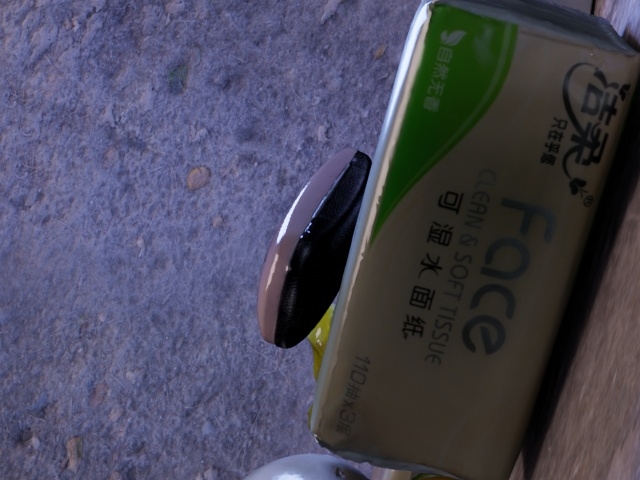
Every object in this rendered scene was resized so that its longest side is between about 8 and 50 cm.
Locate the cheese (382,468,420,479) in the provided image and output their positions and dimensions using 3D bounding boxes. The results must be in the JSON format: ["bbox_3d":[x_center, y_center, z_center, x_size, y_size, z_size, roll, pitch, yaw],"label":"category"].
[{"bbox_3d":[0.123,0.251,1.298,0.137,0.064,0.227,-63,-13,-57],"label":"cheese"}]

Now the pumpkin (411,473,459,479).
[{"bbox_3d":[0.095,0.378,1.194,0.163,0.111,0.278,80,-156,-72],"label":"pumpkin"}]

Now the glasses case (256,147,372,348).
[{"bbox_3d":[0.000,0.000,1.083,0.314,0.075,0.122,-59,-15,-61],"label":"glasses case"}]

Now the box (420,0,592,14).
[{"bbox_3d":[0.218,-0.240,1.308,0.095,0.210,0.330,100,-173,-52],"label":"box"}]

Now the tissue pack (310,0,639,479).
[{"bbox_3d":[0.144,-0.026,1.002,0.332,0.205,0.404,-66,-9,-71],"label":"tissue pack"}]

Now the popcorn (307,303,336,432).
[{"bbox_3d":[0.099,0.215,1.647,0.276,0.226,0.276,179,90,-67],"label":"popcorn"}]

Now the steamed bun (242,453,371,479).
[{"bbox_3d":[-0.027,0.509,1.697,0.206,0.324,0.324,-30,-37,-46],"label":"steamed bun"}]
